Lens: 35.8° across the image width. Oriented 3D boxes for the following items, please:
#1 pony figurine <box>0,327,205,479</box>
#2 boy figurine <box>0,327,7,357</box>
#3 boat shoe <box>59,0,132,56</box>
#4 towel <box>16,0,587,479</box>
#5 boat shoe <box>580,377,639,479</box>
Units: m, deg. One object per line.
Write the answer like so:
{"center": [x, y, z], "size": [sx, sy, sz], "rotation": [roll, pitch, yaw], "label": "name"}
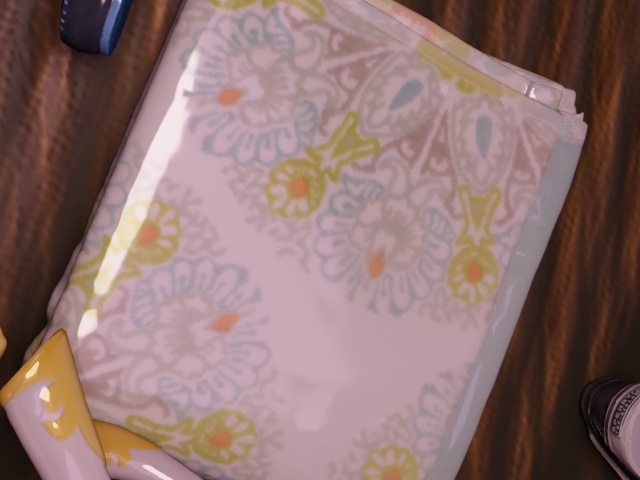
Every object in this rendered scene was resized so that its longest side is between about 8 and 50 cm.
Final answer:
{"center": [-0.122, 0.287, 0.557], "size": [0.363, 0.303, 0.351], "rotation": [44, 69, -8], "label": "pony figurine"}
{"center": [-0.328, 0.113, 0.588], "size": [0.285, 0.092, 0.177], "rotation": [-33, 104, -18], "label": "boy figurine"}
{"center": [-0.149, -0.245, 0.646], "size": [0.089, 0.109, 0.258], "rotation": [10, 73, -15], "label": "boat shoe"}
{"center": [0.000, 0.000, 0.718], "size": [0.321, 0.090, 0.374], "rotation": [24, 84, -18], "label": "towel"}
{"center": [0.343, 0.228, 0.858], "size": [0.306, 0.105, 0.113], "rotation": [37, 84, -13], "label": "boat shoe"}
